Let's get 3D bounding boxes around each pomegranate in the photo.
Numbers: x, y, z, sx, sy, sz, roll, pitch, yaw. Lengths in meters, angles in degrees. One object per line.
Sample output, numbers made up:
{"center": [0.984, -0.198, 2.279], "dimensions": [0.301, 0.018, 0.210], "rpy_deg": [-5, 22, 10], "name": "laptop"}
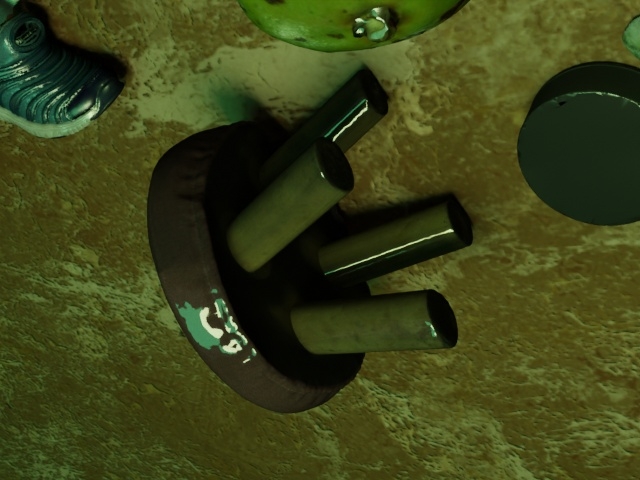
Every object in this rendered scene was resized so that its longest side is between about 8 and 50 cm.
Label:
{"center": [0.018, -0.250, 0.735], "dimensions": [0.211, 0.211, 0.263], "rpy_deg": [-33, 63, 44], "name": "pomegranate"}

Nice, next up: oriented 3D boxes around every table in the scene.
{"center": [0.229, -0.076, 0.856], "dimensions": [0.134, 0.043, 0.133], "rpy_deg": [16, 135, 17], "name": "table"}

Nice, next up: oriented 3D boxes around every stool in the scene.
{"center": [0.000, 0.000, 0.916], "dimensions": [0.179, 0.272, 0.272], "rpy_deg": [-25, 113, 27], "name": "stool"}

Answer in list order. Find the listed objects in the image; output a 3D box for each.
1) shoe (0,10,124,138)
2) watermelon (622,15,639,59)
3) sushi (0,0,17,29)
{"center": [-0.290, -0.170, 1.039], "dimensions": [0.207, 0.091, 0.106], "rpy_deg": [18, 140, 21], "name": "shoe"}
{"center": [0.304, -0.145, 0.750], "dimensions": [0.180, 0.081, 0.094], "rpy_deg": [-8, 98, 29], "name": "watermelon"}
{"center": [-0.459, -0.222, 1.035], "dimensions": [0.296, 0.100, 0.373], "rpy_deg": [37, 108, -3], "name": "sushi"}
